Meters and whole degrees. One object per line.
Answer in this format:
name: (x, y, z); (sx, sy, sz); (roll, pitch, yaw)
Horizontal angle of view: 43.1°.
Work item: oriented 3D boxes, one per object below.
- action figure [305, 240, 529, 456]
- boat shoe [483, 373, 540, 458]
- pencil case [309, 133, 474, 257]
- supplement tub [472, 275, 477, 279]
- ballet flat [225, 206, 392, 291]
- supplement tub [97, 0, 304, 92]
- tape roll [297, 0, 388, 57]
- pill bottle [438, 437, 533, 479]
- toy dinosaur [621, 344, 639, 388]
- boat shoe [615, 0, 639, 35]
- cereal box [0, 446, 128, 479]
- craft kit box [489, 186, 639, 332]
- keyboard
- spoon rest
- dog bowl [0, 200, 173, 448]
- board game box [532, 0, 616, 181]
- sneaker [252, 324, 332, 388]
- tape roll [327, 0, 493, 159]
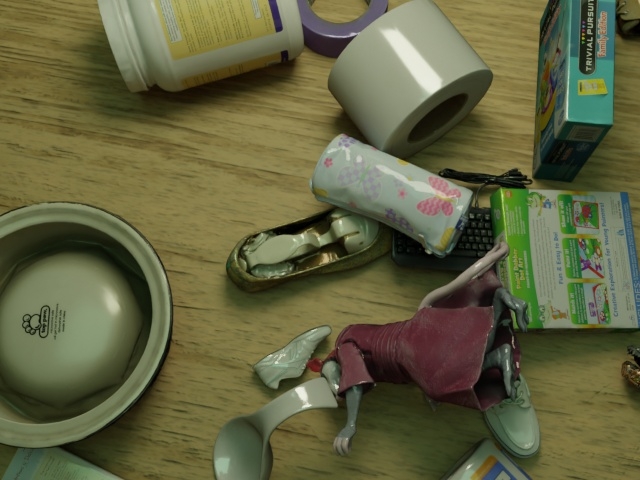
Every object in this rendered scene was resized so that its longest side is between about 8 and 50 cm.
action figure: (0.127, 0.172, 1.281); (0.370, 0.248, 0.275); (-8, 96, 31)
boat shoe: (0.305, 0.255, 1.360); (0.083, 0.076, 0.226); (-22, 74, -4)
pencil case: (0.121, -0.076, 1.363); (0.273, 0.113, 0.124); (26, 99, 13)
supplement tub: (0.253, 0.116, 1.406); (0.071, 0.071, 0.107); (35, 77, 11)
ballet flat: (0.000, 0.000, 1.425); (0.349, 0.123, 0.123); (-19, 74, -4)
supplement tub: (-0.216, -0.412, 1.487); (0.331, 0.241, 0.241); (-16, 74, -3)
tape roll: (0.037, -0.457, 1.577); (0.189, 0.080, 0.189); (0, 74, 2)
pill bottle: (0.308, 0.455, 1.262); (0.152, 0.152, 0.272); (-43, 77, -10)
toy dinosaur: (0.676, 0.205, 1.353); (0.322, 0.164, 0.218); (10, 88, -14)
boat shoe: (0.619, -0.444, 1.537); (0.120, 0.122, 0.324); (-35, 73, 6)
cereal box: (-0.420, 0.447, 1.339); (0.240, 0.047, 0.173); (24, 76, 9)
craft kit box: (0.426, 0.036, 1.404); (0.247, 0.061, 0.249); (3, 74, -14)
keyboard: (0.282, -0.043, 1.445); (0.317, 0.033, 0.201); (4, 74, -9)
spoon rest: (-0.092, 0.315, 1.291); (0.276, 0.084, 0.137); (-47, 53, 27)
dog bowl: (-0.438, 0.146, 1.377); (0.408, 0.150, 0.408); (0, 74, 2)
board game box: (0.443, -0.306, 1.430); (0.079, 0.254, 0.336); (6, 73, 4)
sneaker: (-0.040, 0.200, 1.404); (0.152, 0.054, 0.061); (-34, 85, -2)
tape roll: (0.158, -0.278, 1.435); (0.246, 0.246, 0.169); (-34, 75, -8)
